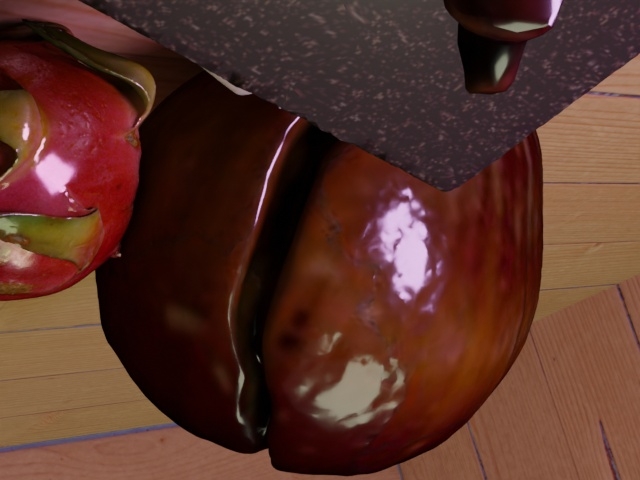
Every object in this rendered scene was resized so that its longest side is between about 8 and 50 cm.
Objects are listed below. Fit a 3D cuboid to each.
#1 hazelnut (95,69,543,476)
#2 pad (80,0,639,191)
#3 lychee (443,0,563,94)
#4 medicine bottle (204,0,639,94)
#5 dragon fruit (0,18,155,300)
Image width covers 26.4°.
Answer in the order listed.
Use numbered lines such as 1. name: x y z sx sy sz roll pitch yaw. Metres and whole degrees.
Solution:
1. hazelnut: 0.000 0.000 1.176 0.402 0.402 0.429 -26 171 31
2. pad: 0.030 -0.137 0.628 0.330 0.004 0.220 25 131 -39
3. lychee: 0.104 -0.242 0.319 0.425 0.424 0.500 -6 136 -34
4. medicine bottle: 0.087 -0.196 0.768 0.406 0.235 0.236 -21 164 15
5. dragon fruit: -0.246 -0.058 0.993 0.224 0.224 0.227 -29 157 38
